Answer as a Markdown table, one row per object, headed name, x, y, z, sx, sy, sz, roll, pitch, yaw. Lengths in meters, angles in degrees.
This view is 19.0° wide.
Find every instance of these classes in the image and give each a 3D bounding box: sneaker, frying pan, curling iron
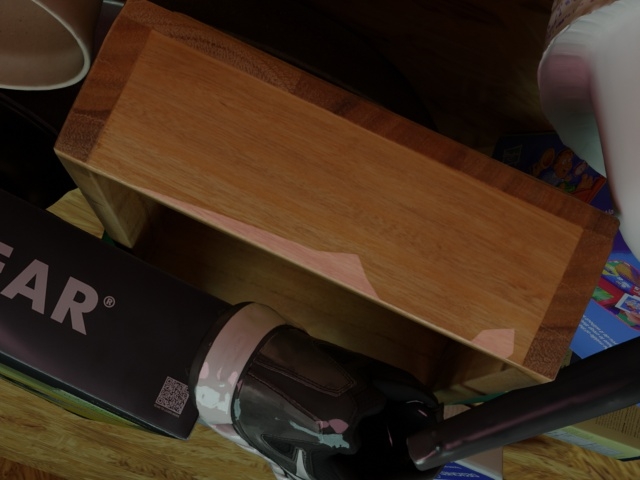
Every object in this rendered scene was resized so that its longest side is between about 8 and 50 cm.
| name | x | y | z | sx | sy | sz | roll | pitch | yaw |
| --- | --- | --- | --- | --- | --- | --- | --- | --- | --- |
| sneaker | 0.022 | 0.102 | 0.973 | 0.106 | 0.078 | 0.234 | 24 | 172 | 27 |
| frying pan | -0.244 | -0.045 | 1.211 | 0.197 | 0.053 | 0.326 | 20 | 162 | 0 |
| curling iron | 0.170 | 0.056 | 0.863 | 0.274 | 0.068 | 0.035 | -15 | 123 | 9 |

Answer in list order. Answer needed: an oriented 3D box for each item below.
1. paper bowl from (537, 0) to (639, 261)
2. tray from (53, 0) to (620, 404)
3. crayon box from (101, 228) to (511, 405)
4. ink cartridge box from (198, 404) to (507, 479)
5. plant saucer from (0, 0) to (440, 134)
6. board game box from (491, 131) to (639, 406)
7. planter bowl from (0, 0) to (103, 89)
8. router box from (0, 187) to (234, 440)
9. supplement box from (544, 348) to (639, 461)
| name | x | y | z | sx | sy | sz | roll | pitch | yaw |
| --- | --- | --- | --- | --- | --- | --- | --- | --- | --- |
| paper bowl | 0.221 | -0.044 | 0.716 | 0.284 | 0.148 | 0.284 | 16 | 164 | 5 |
| tray | 0.000 | 0.000 | 0.907 | 0.203 | 0.076 | 0.411 | 25 | 174 | 1 |
| crayon box | 0.002 | 0.033 | 1.328 | 0.278 | 0.081 | 0.165 | 23 | 163 | -23 |
| ink cartridge box | 0.022 | 0.176 | 1.850 | 0.307 | 0.072 | 0.304 | 24 | 162 | -34 |
| plant saucer | -0.071 | -0.085 | 1.055 | 0.311 | 0.050 | 0.310 | 14 | 164 | 4 |
| board game box | 0.272 | 0.059 | 1.064 | 0.233 | 0.078 | 0.347 | 0 | 150 | 46 |
| planter bowl | -0.159 | -0.147 | 0.812 | 0.162 | 0.109 | 0.162 | 16 | 165 | 4 |
| router box | -0.221 | 0.009 | 1.072 | 0.309 | 0.081 | 0.243 | 28 | 169 | -16 |
| supplement box | 0.203 | 0.106 | 1.376 | 0.083 | 0.083 | 0.056 | 19 | 164 | -14 |
